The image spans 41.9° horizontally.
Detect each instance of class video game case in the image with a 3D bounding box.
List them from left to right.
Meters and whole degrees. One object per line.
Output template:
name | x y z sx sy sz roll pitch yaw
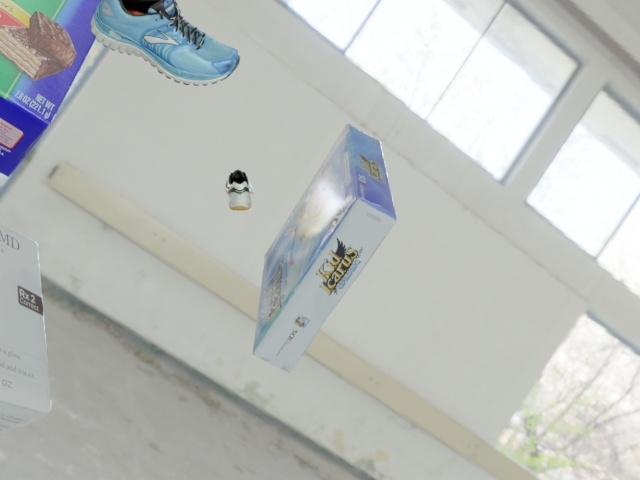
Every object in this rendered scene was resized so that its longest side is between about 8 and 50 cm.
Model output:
video game case | 0.000 0.000 1.092 0.061 0.244 0.269 27 23 -13

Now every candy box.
candy box | -0.392 -0.276 0.953 0.268 0.122 0.317 34 42 -25

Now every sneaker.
sneaker | -0.161 -0.221 0.886 0.162 0.073 0.063 20 43 -10
sneaker | -0.089 -0.064 0.925 0.031 0.037 0.083 -4 25 -11

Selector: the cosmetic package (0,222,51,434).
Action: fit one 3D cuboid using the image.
cosmetic package | -0.350 0.078 0.735 0.151 0.151 0.184 44 26 -57
